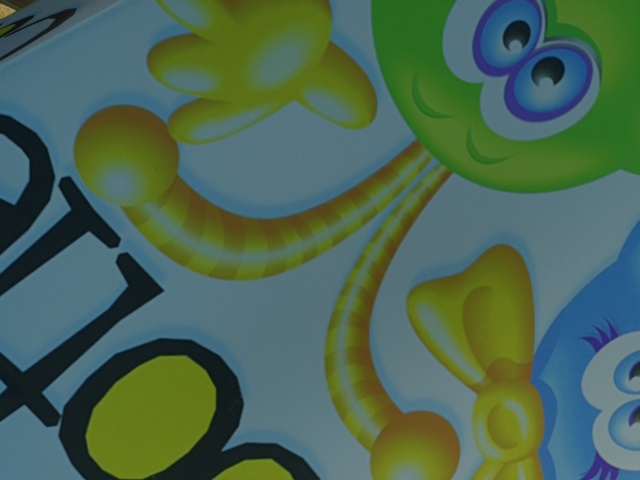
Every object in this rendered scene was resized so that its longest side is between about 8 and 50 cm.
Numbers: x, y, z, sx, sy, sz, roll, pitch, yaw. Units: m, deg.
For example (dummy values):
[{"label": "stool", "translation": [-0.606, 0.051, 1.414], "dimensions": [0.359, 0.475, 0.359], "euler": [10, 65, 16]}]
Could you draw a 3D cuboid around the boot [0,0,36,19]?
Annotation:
[{"label": "boot", "translation": [-0.141, -0.130, 0.852], "dimensions": [0.262, 0.095, 0.203], "euler": [28, -14, 17]}]

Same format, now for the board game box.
[{"label": "board game box", "translation": [0.000, 0.000, 0.405], "dimensions": [0.144, 0.275, 0.142], "euler": [62, -9, -13]}]
